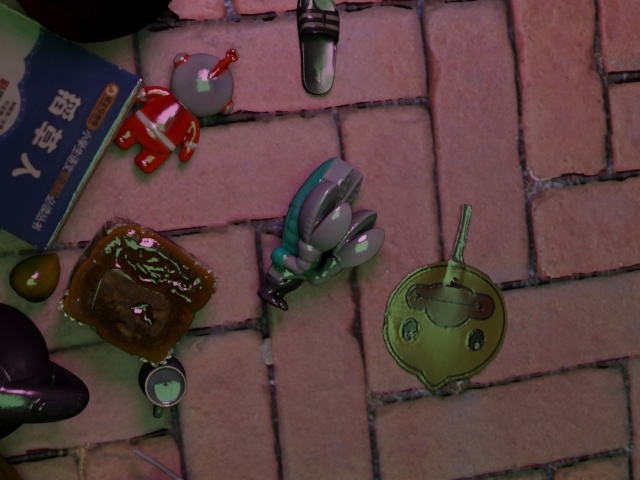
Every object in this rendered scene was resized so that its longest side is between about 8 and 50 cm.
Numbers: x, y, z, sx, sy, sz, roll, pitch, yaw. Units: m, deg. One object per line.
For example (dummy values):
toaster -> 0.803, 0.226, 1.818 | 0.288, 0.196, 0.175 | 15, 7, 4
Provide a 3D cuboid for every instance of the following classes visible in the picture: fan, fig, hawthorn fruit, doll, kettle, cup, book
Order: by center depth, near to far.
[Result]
hawthorn fruit -> -0.339, -0.433, 1.564 | 0.316, 0.316, 0.315 | -1, 94, -13
kettle -> -0.477, 0.209, 1.582 | 0.269, 0.290, 0.207 | 8, 91, -15
book -> -0.522, -0.211, 1.617 | 0.428, 0.039, 0.300 | 28, 87, 3
fig -> -0.446, 0.056, 1.691 | 0.074, 0.074, 0.088 | 47, 65, -12
doll -> -0.223, -0.220, 1.723 | 0.245, 0.076, 0.142 | -46, 103, -3
cup -> -0.257, 0.242, 1.742 | 0.078, 0.077, 0.100 | 9, 92, -13
doll -> 0.009, -0.003, 1.769 | 0.153, 0.195, 0.258 | 30, 116, 20
fan -> 0.229, 0.102, 1.879 | 0.230, 0.011, 0.334 | 10, 93, -13

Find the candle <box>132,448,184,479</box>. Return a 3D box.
candle -> -0.265, 0.529, 1.688 | 0.221, 0.221, 0.342 | 18, 89, -13

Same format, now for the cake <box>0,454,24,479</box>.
cake -> -0.571, 0.503, 1.571 | 0.321, 0.332, 0.332 | -28, 99, -2

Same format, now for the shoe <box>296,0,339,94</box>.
shoe -> 0.000, -0.333, 1.778 | 0.071, 0.049, 0.179 | -1, 94, -14

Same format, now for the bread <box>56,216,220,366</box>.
bread -> -0.291, 0.080, 1.708 | 0.210, 0.110, 0.192 | 35, 87, -13
